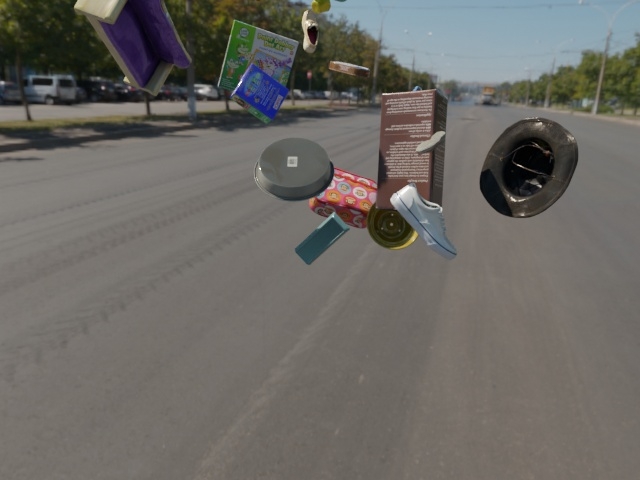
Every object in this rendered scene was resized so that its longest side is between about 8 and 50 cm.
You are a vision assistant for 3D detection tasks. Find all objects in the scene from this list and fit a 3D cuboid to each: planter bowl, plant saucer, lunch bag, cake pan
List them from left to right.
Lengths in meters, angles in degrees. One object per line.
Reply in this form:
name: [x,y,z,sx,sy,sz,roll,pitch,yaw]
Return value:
cake pan: [-0.095,-0.266,1.888,0.293,0.054,0.293,0,53,0]
plant saucer: [0.000,0.000,1.519,0.067,0.192,0.018,47,33,-1]
lunch bag: [0.109,-0.203,2.285,0.293,0.120,0.258,18,51,-6]
planter bowl: [0.286,-0.068,2.080,0.217,0.217,0.090,3,-5,0]

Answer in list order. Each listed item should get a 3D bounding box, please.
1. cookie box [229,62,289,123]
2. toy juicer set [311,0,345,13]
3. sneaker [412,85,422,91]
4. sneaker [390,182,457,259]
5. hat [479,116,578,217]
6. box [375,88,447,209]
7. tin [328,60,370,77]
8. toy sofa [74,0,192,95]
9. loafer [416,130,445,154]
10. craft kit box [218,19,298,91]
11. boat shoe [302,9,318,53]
cookie box: [-0.143,-0.343,1.235,0.107,0.092,0.040,32,-17,-20]
toy juicer set: [0.053,-1.053,2.085,0.089,0.209,0.329,-37,21,-28]
sneaker: [0.372,-0.492,1.896,0.078,0.067,0.188,32,-3,32]
sneaker: [0.312,-0.052,1.478,0.258,0.091,0.094,44,21,-14]
hat: [0.694,-0.226,1.727,0.331,0.331,0.134,17,2,42]
box: [0.302,-0.286,1.724,0.191,0.382,0.143,5,1,30]
tin: [0.126,-0.746,2.284,0.189,0.040,0.106,22,30,24]
toy sofa: [-0.512,-0.571,1.488,0.177,0.150,0.362,22,-14,7]
loafer: [0.339,-0.287,1.594,0.125,0.039,0.045,-38,38,-26]
craft kit box: [-0.235,-0.664,1.975,0.249,0.247,0.061,12,19,-17]
boat shoe: [-0.031,-0.797,1.982,0.063,0.170,0.059,0,-8,-25]
